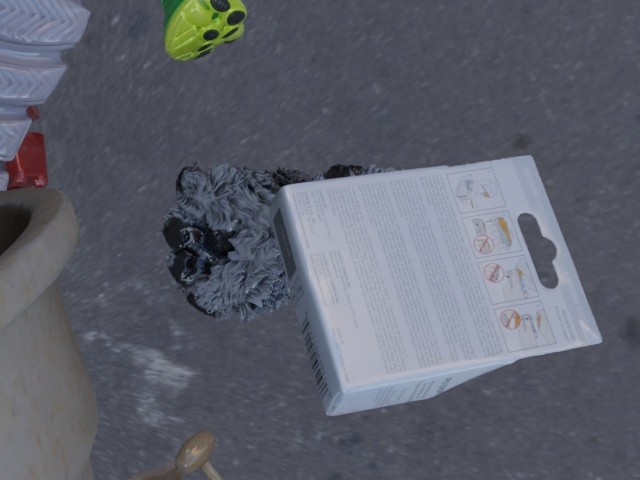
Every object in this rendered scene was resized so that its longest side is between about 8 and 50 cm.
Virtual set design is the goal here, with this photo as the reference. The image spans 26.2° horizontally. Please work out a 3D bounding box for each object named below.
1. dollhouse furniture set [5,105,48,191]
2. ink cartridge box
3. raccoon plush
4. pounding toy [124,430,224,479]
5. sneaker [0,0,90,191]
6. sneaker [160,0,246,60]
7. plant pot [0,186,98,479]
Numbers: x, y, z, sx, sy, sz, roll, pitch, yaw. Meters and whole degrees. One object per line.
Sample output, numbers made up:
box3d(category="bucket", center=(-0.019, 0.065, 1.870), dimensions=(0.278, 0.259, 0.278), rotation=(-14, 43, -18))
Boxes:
box3d(category="dollhouse furniture set", center=(-0.404, -0.151, 1.511), dimensions=(0.201, 0.374, 0.152), rotation=(-13, 76, -4))
box3d(category="ink cartridge box", center=(0.092, 0.032, 1.145), dimensions=(0.232, 0.066, 0.189), rotation=(-7, 65, -22))
box3d(category="raccoon plush", center=(0.000, 0.000, 1.889), dimensions=(0.447, 0.299, 0.216), rotation=(3, 94, 28))
box3d(category="pounding toy", center=(-0.188, 0.391, 1.803), dimensions=(0.154, 0.155, 0.269), rotation=(-34, 137, -42))
box3d(category="sneaker", center=(-0.214, -0.069, 0.690), dimensions=(0.125, 0.180, 0.321), rotation=(17, 87, -30))
box3d(category="sneaker", center=(-0.159, -0.291, 1.686), dimensions=(0.109, 0.295, 0.123), rotation=(-28, 95, -2))
box3d(category="plant pot", center=(-0.156, 0.193, 0.388), dimensions=(0.334, 0.334, 0.305), rotation=(-28, 104, -15))
